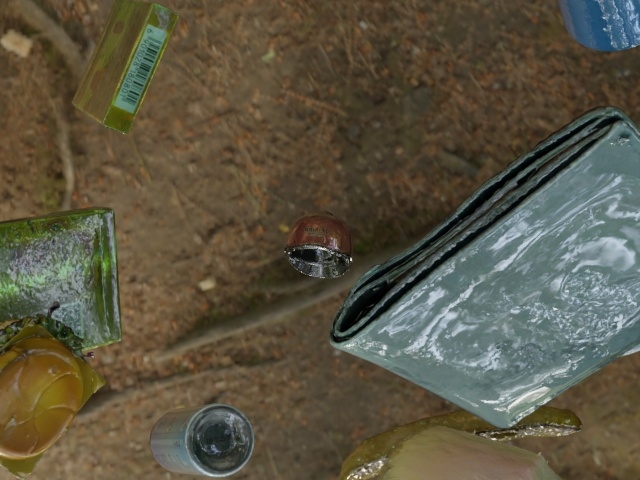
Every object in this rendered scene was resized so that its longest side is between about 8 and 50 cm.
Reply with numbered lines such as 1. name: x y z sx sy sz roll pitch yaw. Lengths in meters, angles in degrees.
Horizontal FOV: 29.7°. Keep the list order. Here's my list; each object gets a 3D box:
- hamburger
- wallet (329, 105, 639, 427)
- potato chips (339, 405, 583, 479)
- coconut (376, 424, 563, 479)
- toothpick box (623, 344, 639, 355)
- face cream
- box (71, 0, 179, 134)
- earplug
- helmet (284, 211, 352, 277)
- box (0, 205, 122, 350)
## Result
1. hamburger: -0.327 0.159 1.281 0.189 0.093 0.164 -46 135 -24
2. wallet: 0.186 0.039 0.986 0.290 0.054 0.251 -38 135 21
3. potato chips: 0.211 0.315 1.939 0.407 0.057 0.080 -16 133 11
4. coconut: 0.239 0.436 1.770 0.297 0.310 0.297 -38 136 -49
5. toothpick box: 0.391 -0.015 1.809 0.263 0.354 0.263 -1 113 -3
6. face cream: -0.136 0.215 1.300 0.075 0.075 0.229 -1 171 -20
7. box: -0.194 -0.173 1.178 0.030 0.193 0.121 23 93 -22
8. earplug: 0.294 -0.333 1.296 0.132 0.132 0.273 -32 144 7
9. helmet: 0.000 -0.001 1.137 0.065 0.049 0.084 7 160 1
10. box: -0.362 0.063 1.399 0.311 0.043 0.172 -13 104 -50
